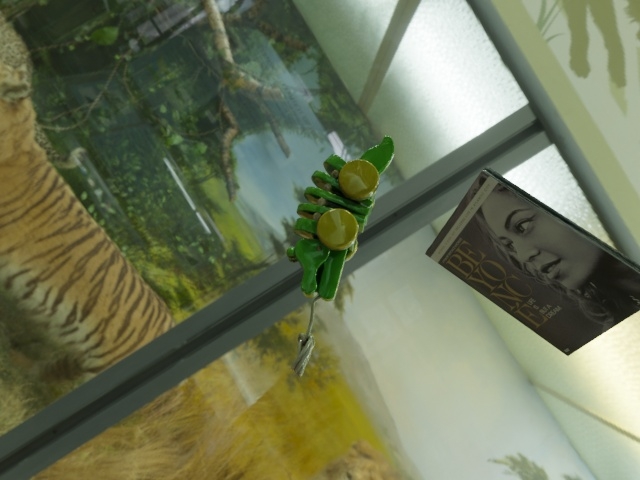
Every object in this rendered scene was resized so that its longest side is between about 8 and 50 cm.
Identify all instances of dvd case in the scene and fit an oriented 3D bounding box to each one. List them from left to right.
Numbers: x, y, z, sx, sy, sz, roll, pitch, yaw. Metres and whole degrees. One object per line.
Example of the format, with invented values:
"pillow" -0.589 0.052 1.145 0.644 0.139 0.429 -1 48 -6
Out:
"dvd case" 0.249 0.032 0.580 0.221 0.018 0.164 37 -37 13

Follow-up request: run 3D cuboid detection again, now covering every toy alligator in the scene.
"toy alligator" 0.000 0.000 0.358 0.051 0.190 0.056 22 -12 8
